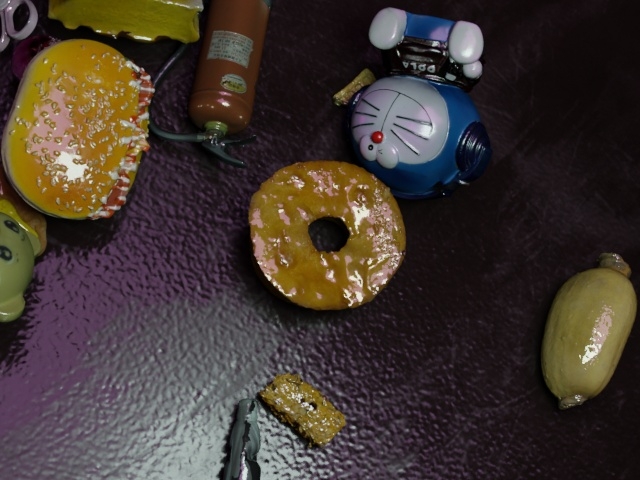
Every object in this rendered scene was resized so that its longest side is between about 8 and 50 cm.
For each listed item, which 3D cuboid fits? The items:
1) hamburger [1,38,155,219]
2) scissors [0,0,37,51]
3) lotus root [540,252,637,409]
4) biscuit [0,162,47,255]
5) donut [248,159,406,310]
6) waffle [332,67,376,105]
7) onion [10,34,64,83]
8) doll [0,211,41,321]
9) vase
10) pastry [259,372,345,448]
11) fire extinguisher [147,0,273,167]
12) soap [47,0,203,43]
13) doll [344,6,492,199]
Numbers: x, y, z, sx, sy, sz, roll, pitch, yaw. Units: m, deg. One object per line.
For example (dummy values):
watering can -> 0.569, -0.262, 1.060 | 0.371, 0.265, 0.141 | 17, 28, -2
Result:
hamburger -> -0.389, -0.177, 1.717 | 0.227, 0.151, 0.295 | 21, 79, -35
scissors -> -0.543, -0.437, 1.844 | 0.118, 0.030, 0.242 | -22, 63, 21
lotus root -> 0.470, 0.151, 1.883 | 0.146, 0.131, 0.303 | 9, 65, 35
biscuit -> -0.564, -0.066, 1.681 | 0.295, 0.044, 0.186 | 49, 51, -12
donut -> 0.003, 0.000, 1.824 | 0.278, 0.108, 0.277 | 5, 71, -14
waffle -> 0.105, -0.238, 1.979 | 0.153, 0.023, 0.097 | 44, 68, 1
onion -> -0.460, -0.300, 1.801 | 0.115, 0.104, 0.115 | 18, 48, -21
doll -> -0.545, 0.018, 1.556 | 0.261, 0.161, 0.177 | 18, 41, -18
vase -> -0.123, 0.354, 1.698 | 0.060, 0.060, 0.211 | 8, 71, -13
pastry -> -0.028, 0.274, 1.756 | 0.080, 0.056, 0.140 | -44, 94, -16
fire extinguisher -> -0.190, -0.297, 1.890 | 0.200, 0.113, 0.376 | -5, 66, 28
soap -> -0.331, -0.484, 1.848 | 0.259, 0.143, 0.281 | 6, 52, -22
doll -> 0.173, -0.225, 1.857 | 0.284, 0.240, 0.309 | 17, 97, 32
